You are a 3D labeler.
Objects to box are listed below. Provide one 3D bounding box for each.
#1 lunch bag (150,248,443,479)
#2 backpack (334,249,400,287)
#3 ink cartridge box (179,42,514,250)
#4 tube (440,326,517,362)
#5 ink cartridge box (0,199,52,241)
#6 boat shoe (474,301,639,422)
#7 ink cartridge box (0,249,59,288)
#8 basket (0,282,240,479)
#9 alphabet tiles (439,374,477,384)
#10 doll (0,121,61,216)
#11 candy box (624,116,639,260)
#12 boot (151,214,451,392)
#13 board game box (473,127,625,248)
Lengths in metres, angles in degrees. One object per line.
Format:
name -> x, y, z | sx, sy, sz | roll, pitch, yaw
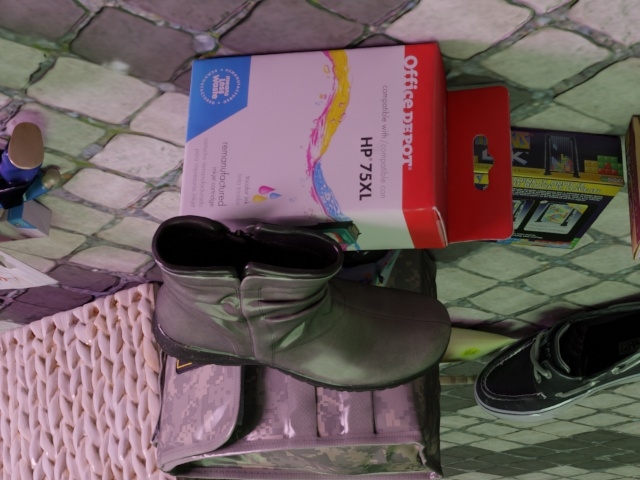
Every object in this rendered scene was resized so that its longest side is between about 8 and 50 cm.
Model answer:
lunch bag -> -0.030, 0.113, 1.165 | 0.287, 0.235, 0.169 | -5, 154, 13
backpack -> 0.000, 0.000, 1.006 | 0.152, 0.115, 0.182 | 22, 161, 11
ink cartridge box -> 0.022, -0.066, 0.856 | 0.231, 0.134, 0.078 | -3, 158, 11
tube -> 0.111, 0.126, 1.427 | 0.240, 0.062, 0.070 | 4, -158, -14
ink cartridge box -> -0.311, -0.020, 1.142 | 0.083, 0.028, 0.048 | -6, 157, 20
boat shoe -> 0.293, 0.138, 1.373 | 0.301, 0.108, 0.102 | -20, 149, 38
ink cartridge box -> -0.365, 0.004, 1.154 | 0.179, 0.045, 0.145 | -7, 152, 33
basket -> -0.228, 0.277, 1.381 | 0.267, 0.331, 0.328 | -22, 142, 9
alphabet tiles -> 0.047, 0.170, 1.485 | 0.278, 0.021, 0.284 | -1, 173, 21
doll -> -0.292, -0.056, 1.027 | 0.129, 0.046, 0.189 | 0, 166, -19
candy box -> 0.339, -0.042, 0.920 | 0.187, 0.109, 0.053 | 1, 158, 6
boot -> -0.005, 0.046, 0.861 | 0.247, 0.083, 0.161 | 4, 155, -10
board game box -> 0.156, -0.045, 1.010 | 0.170, 0.048, 0.141 | 5, 156, -5
